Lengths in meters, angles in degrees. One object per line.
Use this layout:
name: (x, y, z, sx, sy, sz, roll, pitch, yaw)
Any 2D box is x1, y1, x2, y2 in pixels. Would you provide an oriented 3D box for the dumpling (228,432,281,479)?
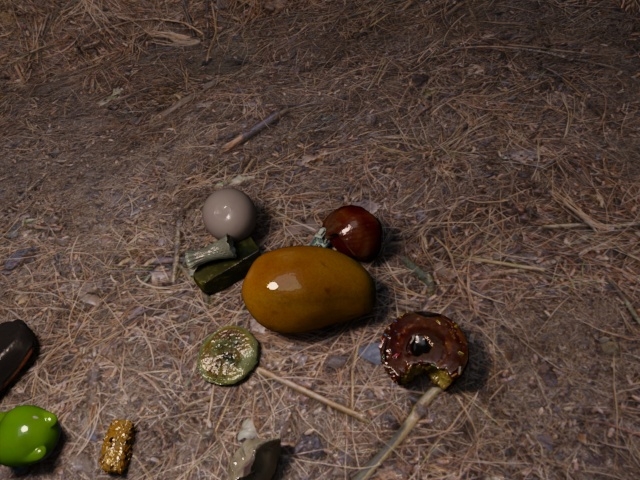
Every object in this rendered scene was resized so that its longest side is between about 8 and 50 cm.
dumpling: (-0.164, 0.529, 1.330, 0.108, 0.127, 0.188, 38, 72, 26)

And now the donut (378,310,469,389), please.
donut: (0.268, 0.292, 1.460, 0.230, 0.096, 0.216, -12, 47, 2)

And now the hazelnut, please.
hazelnut: (0.103, -0.025, 1.726, 0.160, 0.170, 0.202, -59, 32, -4)

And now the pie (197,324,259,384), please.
pie: (-0.263, 0.323, 1.580, 0.187, 0.041, 0.186, -5, 50, 6)

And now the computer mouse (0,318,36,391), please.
computer mouse: (-0.980, 0.375, 1.639, 0.183, 0.116, 0.323, 16, 48, 27)

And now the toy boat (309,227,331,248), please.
toy boat: (0.000, 0.000, 1.778, 0.059, 0.066, 0.140, 20, 56, 30)

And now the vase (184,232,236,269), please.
vase: (-0.340, 0.040, 1.711, 0.149, 0.081, 0.081, -19, 49, 3)

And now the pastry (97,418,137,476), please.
pastry: (-0.530, 0.536, 1.451, 0.080, 0.056, 0.140, 3, 45, 5)

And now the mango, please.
mango: (-0.031, 0.135, 1.580, 0.378, 0.221, 0.263, 1, 46, -1)

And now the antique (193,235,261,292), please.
antique: (-0.292, 0.085, 1.761, 0.221, 0.080, 0.081, -31, 50, -12)

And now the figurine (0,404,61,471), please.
figurine: (-0.810, 0.519, 1.477, 0.263, 0.143, 0.162, -6, 52, 22)

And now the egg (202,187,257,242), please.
egg: (-0.296, -0.079, 1.821, 0.176, 0.176, 0.232, -21, 25, -6)
